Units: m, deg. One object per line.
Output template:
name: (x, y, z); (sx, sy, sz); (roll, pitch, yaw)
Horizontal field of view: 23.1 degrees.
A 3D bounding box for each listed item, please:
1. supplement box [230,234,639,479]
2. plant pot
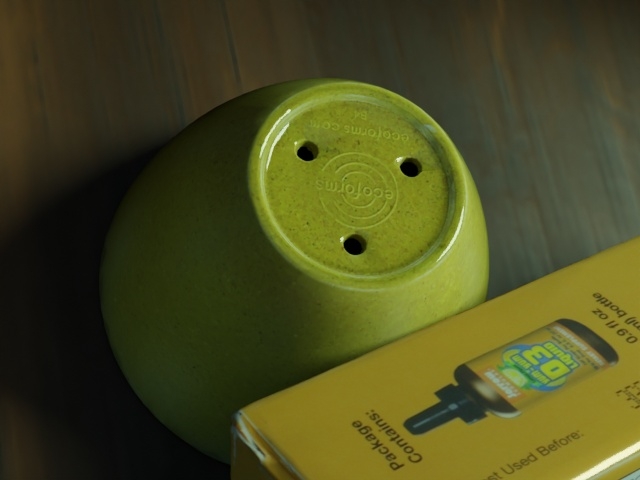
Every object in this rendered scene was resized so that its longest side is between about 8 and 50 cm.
supplement box: (0.086, 0.059, 0.485); (0.233, 0.080, 0.078); (-19, 41, -31)
plant pot: (0.000, 0.000, 0.506); (0.134, 0.095, 0.134); (5, 67, -12)
